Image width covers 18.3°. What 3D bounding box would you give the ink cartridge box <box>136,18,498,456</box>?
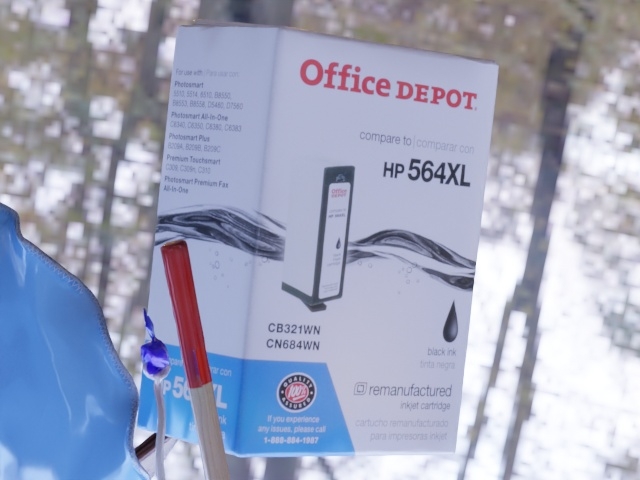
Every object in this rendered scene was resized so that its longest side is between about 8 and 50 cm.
[{"bbox_3d":[0.000,0.000,0.981,0.148,0.203,0.086,4,-177,-40],"label":"ink cartridge box"}]

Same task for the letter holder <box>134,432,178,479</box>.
[{"bbox_3d":[-0.168,0.272,1.251,0.302,0.214,0.152,-38,-99,-22],"label":"letter holder"}]

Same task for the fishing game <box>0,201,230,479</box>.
[{"bbox_3d":[-0.113,0.072,0.696,0.264,0.189,0.041,-3,-170,45],"label":"fishing game"}]
